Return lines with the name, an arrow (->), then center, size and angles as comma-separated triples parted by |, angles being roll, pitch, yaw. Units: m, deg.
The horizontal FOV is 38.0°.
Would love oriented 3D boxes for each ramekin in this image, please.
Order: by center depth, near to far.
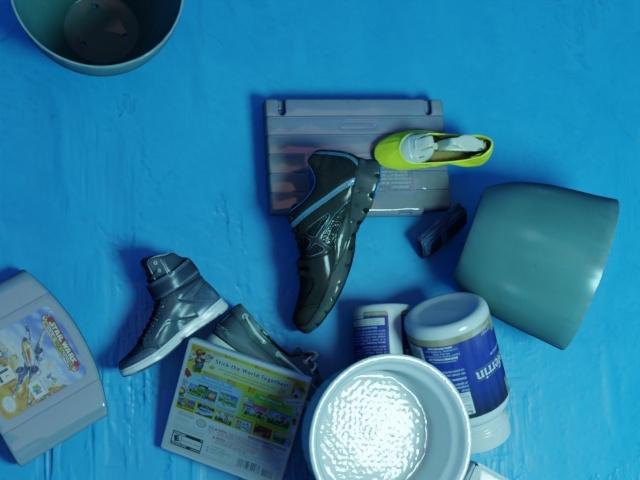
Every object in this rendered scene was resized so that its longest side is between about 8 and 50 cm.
ramekin -> 0.100, 0.328, 1.556 | 0.277, 0.135, 0.277 | 2, 83, -14

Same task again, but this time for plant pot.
plant pot -> -0.396, -0.414, 1.666 | 0.290, 0.195, 0.290 | 2, 80, -12
plant pot -> 0.381, 0.024, 1.712 | 0.235, 0.293, 0.293 | 20, 76, 9

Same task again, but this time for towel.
towel -> 0.235, -0.016, 1.792 | 0.119, 0.067, 0.029 | -40, 59, -16

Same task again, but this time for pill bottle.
pill bottle -> 0.253, 0.239, 1.669 | 0.153, 0.153, 0.265 | -23, 110, -14
pill bottle -> 0.117, 0.213, 1.702 | 0.112, 0.112, 0.187 | 0, 80, -11

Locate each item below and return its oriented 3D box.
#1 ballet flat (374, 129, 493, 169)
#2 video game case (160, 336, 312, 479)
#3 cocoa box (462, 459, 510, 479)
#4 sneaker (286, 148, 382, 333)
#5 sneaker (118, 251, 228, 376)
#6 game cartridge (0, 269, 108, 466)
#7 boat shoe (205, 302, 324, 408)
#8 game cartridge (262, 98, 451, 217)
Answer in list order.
ballet flat -> 0.219, -0.176, 1.753 | 0.231, 0.077, 0.077 | -1, 81, -12
video game case -> -0.148, 0.299, 1.610 | 0.227, 0.026, 0.206 | 17, 97, 11
cocoa box -> 0.327, 0.557, 1.622 | 0.347, 0.228, 0.231 | 30, 78, -5
sneaker -> 0.000, 0.000, 1.694 | 0.139, 0.125, 0.341 | 19, 95, 2
sneaker -> -0.297, 0.120, 1.640 | 0.226, 0.086, 0.163 | -39, 100, -25
game cartridge -> -0.503, 0.210, 1.609 | 0.198, 0.062, 0.297 | -31, 87, -11
boat shoe -> -0.049, 0.229, 1.665 | 0.319, 0.116, 0.099 | 33, 79, 1
game cartridge -> 0.069, -0.157, 1.787 | 0.355, 0.068, 0.230 | -1, 84, -12
